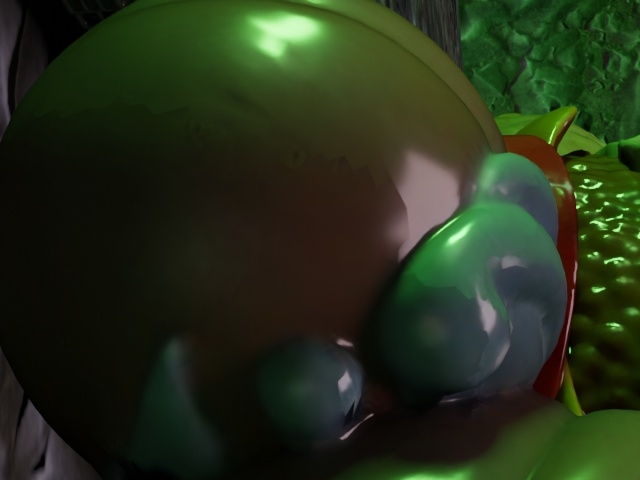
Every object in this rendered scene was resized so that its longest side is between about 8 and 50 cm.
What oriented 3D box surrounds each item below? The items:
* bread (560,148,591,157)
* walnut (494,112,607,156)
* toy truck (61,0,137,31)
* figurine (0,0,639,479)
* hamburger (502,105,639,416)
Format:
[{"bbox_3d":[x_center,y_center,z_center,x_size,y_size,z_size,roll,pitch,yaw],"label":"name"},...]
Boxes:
[{"bbox_3d":[0.151,0.149,1.002,0.314,0.191,0.370,160,-58,-70],"label":"bread"},{"bbox_3d":[0.165,0.039,1.385,0.252,0.277,0.313,43,-11,38],"label":"walnut"},{"bbox_3d":[-0.061,-0.138,0.581,0.253,0.124,0.114,62,26,-62],"label":"toy truck"},{"bbox_3d":[0.012,0.151,0.435,0.388,0.248,0.277,89,20,-52],"label":"figurine"},{"bbox_3d":[0.048,0.069,0.714,0.274,0.212,0.274,-166,-90,-78],"label":"hamburger"}]
